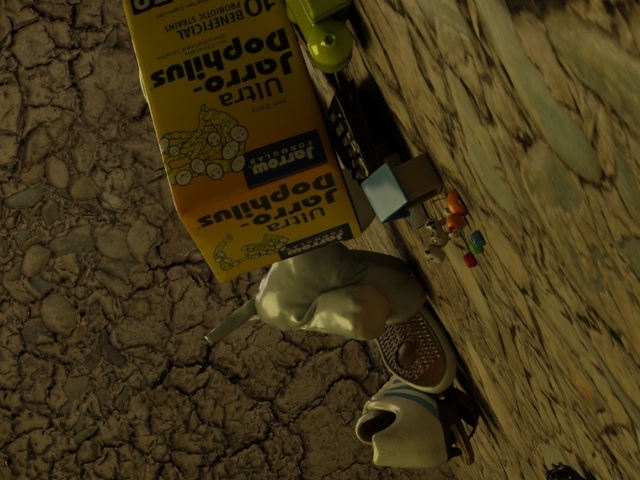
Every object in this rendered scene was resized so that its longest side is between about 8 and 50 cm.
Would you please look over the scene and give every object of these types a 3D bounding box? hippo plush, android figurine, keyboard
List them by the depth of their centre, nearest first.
[{"bbox_3d":[-0.032,-0.271,1.124,0.248,0.056,0.273,63,180,-3],"label":"android figurine"},{"bbox_3d":[0.023,-0.141,1.360,0.317,0.033,0.201,-129,21,-87],"label":"keyboard"},{"bbox_3d":[0.000,0.000,1.758,0.234,0.294,0.236,-33,-62,-62],"label":"hippo plush"}]

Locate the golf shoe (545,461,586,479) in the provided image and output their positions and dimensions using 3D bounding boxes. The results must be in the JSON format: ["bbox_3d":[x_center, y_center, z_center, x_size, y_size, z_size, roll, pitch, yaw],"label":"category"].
[{"bbox_3d":[0.247,0.276,1.093,0.094,0.077,0.198,52,-172,-18],"label":"golf shoe"}]

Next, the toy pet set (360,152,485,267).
[{"bbox_3d":[0.090,-0.019,1.120,0.114,0.065,0.122,62,178,12],"label":"toy pet set"}]

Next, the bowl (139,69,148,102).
[{"bbox_3d":[-0.166,-0.302,2.243,0.156,0.289,0.289,-58,-45,-39],"label":"bowl"}]

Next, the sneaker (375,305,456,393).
[{"bbox_3d":[0.144,0.138,1.871,0.123,0.106,0.290,21,-164,-36],"label":"sneaker"}]

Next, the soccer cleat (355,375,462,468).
[{"bbox_3d":[0.118,0.250,1.869,0.331,0.143,0.116,-106,8,-79],"label":"soccer cleat"}]

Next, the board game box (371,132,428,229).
[{"bbox_3d":[0.083,-0.065,1.351,0.090,0.020,0.090,64,178,-21],"label":"board game box"}]

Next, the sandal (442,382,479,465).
[{"bbox_3d":[0.218,0.258,1.906,0.072,0.049,0.180,77,-177,-49],"label":"sandal"}]

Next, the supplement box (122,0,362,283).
[{"bbox_3d":[-0.100,-0.162,1.535,0.195,0.194,0.356,66,-175,-61],"label":"supplement box"}]

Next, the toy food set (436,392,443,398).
[{"bbox_3d":[0.179,0.220,2.198,0.128,0.071,0.218,11,-131,-61],"label":"toy food set"}]
